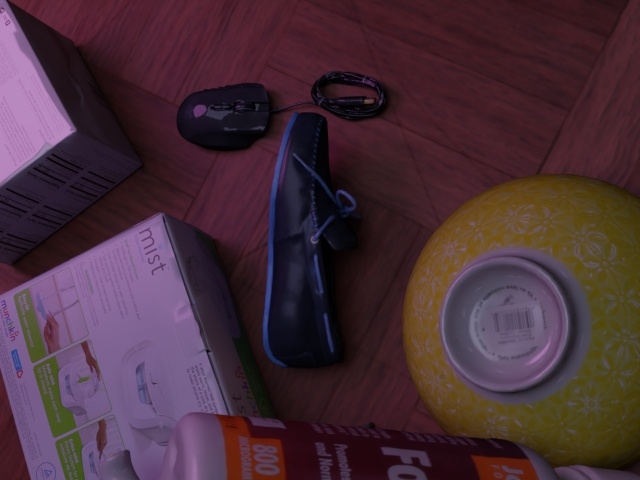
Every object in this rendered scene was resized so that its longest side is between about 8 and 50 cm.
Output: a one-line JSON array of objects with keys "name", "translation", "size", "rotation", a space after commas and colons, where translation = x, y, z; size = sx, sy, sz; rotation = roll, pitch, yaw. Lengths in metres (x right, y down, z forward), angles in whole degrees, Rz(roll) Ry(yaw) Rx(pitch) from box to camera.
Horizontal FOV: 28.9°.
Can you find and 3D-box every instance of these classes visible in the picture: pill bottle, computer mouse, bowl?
[{"name": "pill bottle", "translation": [0.068, 0.265, 0.995], "size": [0.392, 0.224, 0.224], "rotation": [7, 79, -13]}, {"name": "computer mouse", "translation": [-0.048, -0.144, 1.329], "size": [0.242, 0.041, 0.071], "rotation": [-8, 75, 19]}, {"name": "bowl", "translation": [0.187, 0.076, 1.101], "size": [0.290, 0.156, 0.289], "rotation": [-2, 85, 26]}]

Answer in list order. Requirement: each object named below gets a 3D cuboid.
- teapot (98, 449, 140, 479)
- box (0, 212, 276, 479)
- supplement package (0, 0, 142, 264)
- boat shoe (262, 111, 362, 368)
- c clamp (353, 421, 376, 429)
[{"name": "teapot", "translation": [-0.169, 0.364, 1.166], "size": [0.187, 0.252, 0.256], "rotation": [32, 80, 35]}, {"name": "box", "translation": [-0.192, 0.141, 1.273], "size": [0.231, 0.127, 0.261], "rotation": [-27, 70, 13]}, {"name": "supplement package", "translation": [-0.349, -0.116, 1.379], "size": [0.203, 0.149, 0.194], "rotation": [-35, 68, 11]}, {"name": "boat shoe", "translation": [0.000, 0.000, 1.258], "size": [0.089, 0.109, 0.258], "rotation": [4, 96, 15]}, {"name": "c clamp", "translation": [0.068, 0.240, 1.210], "size": [0.161, 0.022, 0.137], "rotation": [40, 99, 22]}]
